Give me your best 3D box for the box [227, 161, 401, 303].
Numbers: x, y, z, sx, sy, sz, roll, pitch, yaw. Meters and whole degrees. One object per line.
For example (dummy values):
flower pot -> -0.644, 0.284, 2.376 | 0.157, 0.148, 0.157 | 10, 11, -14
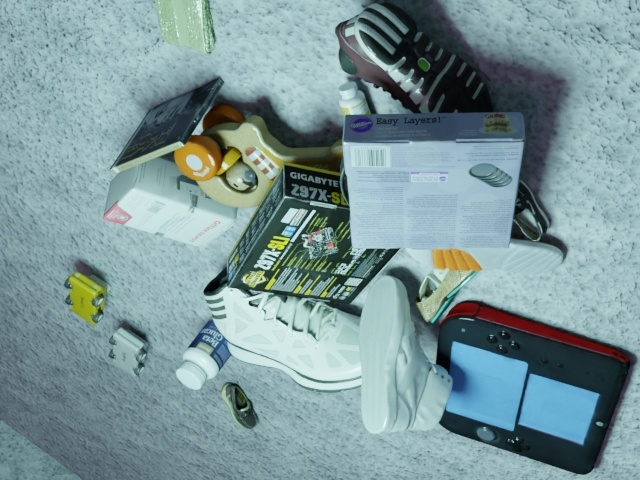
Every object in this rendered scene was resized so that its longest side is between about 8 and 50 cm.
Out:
box -> 0.000, 0.000, 1.532 | 0.257, 0.079, 0.322 | 10, 146, -19

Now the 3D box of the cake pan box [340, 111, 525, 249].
cake pan box -> 0.162, -0.083, 1.284 | 0.267, 0.070, 0.245 | -1, 139, 7

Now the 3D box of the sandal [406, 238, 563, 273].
sandal -> 0.272, 0.001, 1.442 | 0.265, 0.076, 0.102 | 8, 144, 1

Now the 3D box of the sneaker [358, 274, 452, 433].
sneaker -> 0.167, 0.219, 1.631 | 0.169, 0.292, 0.108 | 9, 170, -34

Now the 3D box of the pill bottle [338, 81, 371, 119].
pill bottle -> 0.056, -0.215, 1.394 | 0.043, 0.043, 0.083 | 3, 131, 34

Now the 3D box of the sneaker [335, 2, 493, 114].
sneaker -> 0.131, -0.246, 1.289 | 0.281, 0.106, 0.162 | 42, 168, -26

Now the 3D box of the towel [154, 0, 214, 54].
towel -> -0.234, -0.388, 1.444 | 0.110, 0.027, 0.148 | 19, 139, 21

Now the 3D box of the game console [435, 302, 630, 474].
game console -> 0.389, 0.296, 1.659 | 0.342, 0.060, 0.386 | 19, 139, 20

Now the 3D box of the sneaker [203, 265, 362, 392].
sneaker -> -0.070, 0.161, 1.748 | 0.448, 0.169, 0.257 | 5, 141, 36

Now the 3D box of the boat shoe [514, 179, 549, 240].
boat shoe -> 0.320, -0.052, 1.370 | 0.046, 0.038, 0.125 | -17, 118, 45

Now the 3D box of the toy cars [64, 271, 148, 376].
toy cars -> -0.545, 0.210, 2.242 | 0.177, 0.087, 0.393 | 5, 136, 39

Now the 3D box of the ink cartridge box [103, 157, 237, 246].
ink cartridge box -> -0.291, -0.076, 1.681 | 0.218, 0.092, 0.159 | 20, 150, -29

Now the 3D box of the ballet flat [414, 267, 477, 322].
ballet flat -> 0.224, 0.079, 1.554 | 0.067, 0.073, 0.206 | 45, 139, 12

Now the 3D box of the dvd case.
dvd case -> -0.282, -0.207, 1.555 | 0.221, 0.164, 0.018 | -13, 132, 44

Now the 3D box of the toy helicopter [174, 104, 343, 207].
toy helicopter -> -0.068, -0.117, 1.521 | 0.355, 0.140, 0.234 | -1, 126, 26

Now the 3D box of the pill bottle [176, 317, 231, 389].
pill bottle -> -0.266, 0.267, 2.020 | 0.094, 0.169, 0.094 | 20, 139, 18

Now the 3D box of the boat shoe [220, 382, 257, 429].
boat shoe -> -0.207, 0.439, 2.244 | 0.049, 0.056, 0.152 | -4, 127, 45
